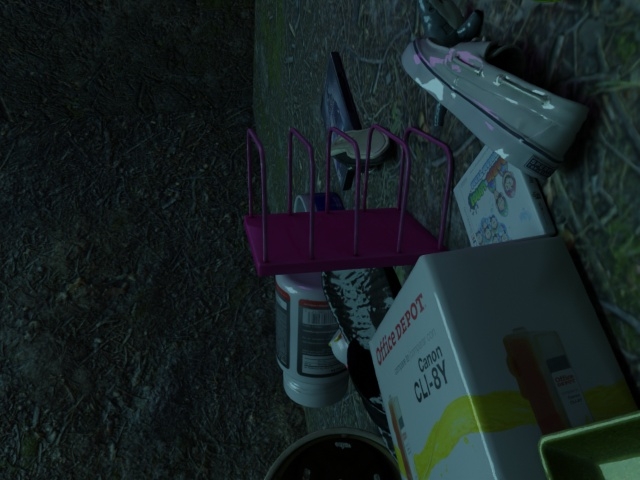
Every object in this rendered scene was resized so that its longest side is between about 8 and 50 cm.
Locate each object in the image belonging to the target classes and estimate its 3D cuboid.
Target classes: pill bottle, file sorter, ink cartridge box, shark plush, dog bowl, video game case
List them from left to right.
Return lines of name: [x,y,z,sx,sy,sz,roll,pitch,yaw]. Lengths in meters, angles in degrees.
pill bottle: [-0.008,0.221,1.369,0.210,0.210,0.363,-115,24,-58]
dog bowl: [0.000,0.000,1.527,0.265,0.104,0.265,174,90,-78]
video game case: [0.047,-0.288,1.340,0.196,0.026,0.274,103,157,-58]
file sorter: [0.034,-0.078,0.862,0.202,0.291,0.182,-121,29,-64]
shark plush: [0.155,-0.235,0.721,0.073,0.067,0.161,-113,20,-54]
video game case: [0.213,-0.039,0.665,0.157,0.019,0.143,109,152,-64]
ink cartridge box: [0.189,0.229,0.575,0.279,0.160,0.384,104,156,-61]

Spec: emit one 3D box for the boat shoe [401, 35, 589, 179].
boat shoe: [0.176,-0.171,0.588,0.088,0.096,0.267,-58,33,27]

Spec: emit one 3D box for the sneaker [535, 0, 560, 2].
sneaker: [0.193,-0.261,0.377,0.295,0.123,0.109,132,131,-74]

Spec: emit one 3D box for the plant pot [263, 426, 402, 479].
plant pot: [0.044,0.553,1.190,0.305,0.334,0.334,85,177,-80]

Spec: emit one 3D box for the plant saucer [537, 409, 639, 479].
plant saucer: [0.261,0.201,0.355,0.188,0.045,0.188,-38,54,42]

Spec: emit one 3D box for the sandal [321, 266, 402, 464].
sandal: [0.098,0.185,0.834,0.167,0.107,0.446,-48,53,24]

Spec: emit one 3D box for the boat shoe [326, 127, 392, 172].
boat shoe: [0.091,-0.176,1.110,0.079,0.084,0.233,47,172,-20]

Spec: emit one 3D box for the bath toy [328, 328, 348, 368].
bath toy: [0.108,0.206,1.092,0.151,0.129,0.348,-53,-1,-20]
